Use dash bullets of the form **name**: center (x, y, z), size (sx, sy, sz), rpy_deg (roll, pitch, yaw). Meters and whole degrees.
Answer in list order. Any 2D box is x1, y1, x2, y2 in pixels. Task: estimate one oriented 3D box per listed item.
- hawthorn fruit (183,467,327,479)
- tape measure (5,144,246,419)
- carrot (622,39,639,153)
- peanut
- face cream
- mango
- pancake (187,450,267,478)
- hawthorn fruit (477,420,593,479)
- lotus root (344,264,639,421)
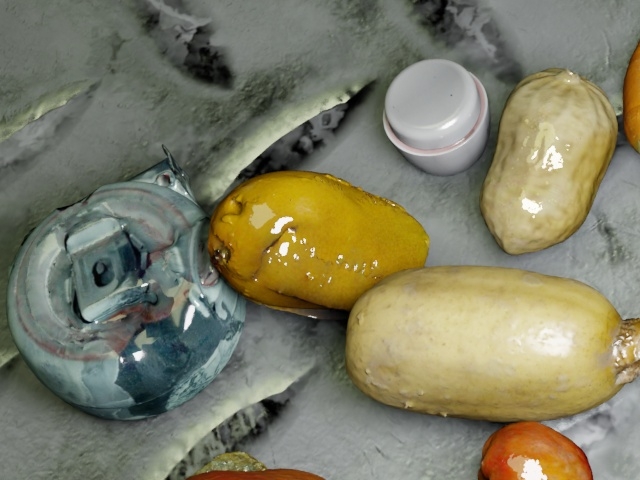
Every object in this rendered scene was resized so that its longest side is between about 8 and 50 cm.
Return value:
- **hawthorn fruit**: center (-0.073, 0.335, 1.601), size (0.285, 0.369, 0.284), rpy_deg (-2, 78, 8)
- **tape measure**: center (-0.217, 0.055, 1.925), size (0.256, 0.147, 0.275), rpy_deg (-29, 56, 2)
- **carrot**: center (0.367, -0.196, 1.920), size (0.062, 0.066, 0.271), rpy_deg (18, 55, -4)
- **peanut**: center (0.240, -0.084, 1.860), size (0.129, 0.129, 0.224), rpy_deg (8, 67, 22)
- **face cream**: center (0.129, -0.134, 1.937), size (0.117, 0.104, 0.117), rpy_deg (-8, 59, 14)
- **mango**: center (0.000, 0.000, 1.848), size (0.249, 0.156, 0.151), rpy_deg (8, 42, -24)
- **pancake**: center (-0.095, 0.270, 1.839), size (0.108, 0.017, 0.108), rpy_deg (-6, 61, 12)
- **hawthorn fruit**: center (0.209, 0.241, 1.702), size (0.125, 0.140, 0.125), rpy_deg (-43, 35, 41)
- **lotus root**: center (0.186, 0.108, 1.745), size (0.343, 0.169, 0.151), rpy_deg (4, 69, 20)
